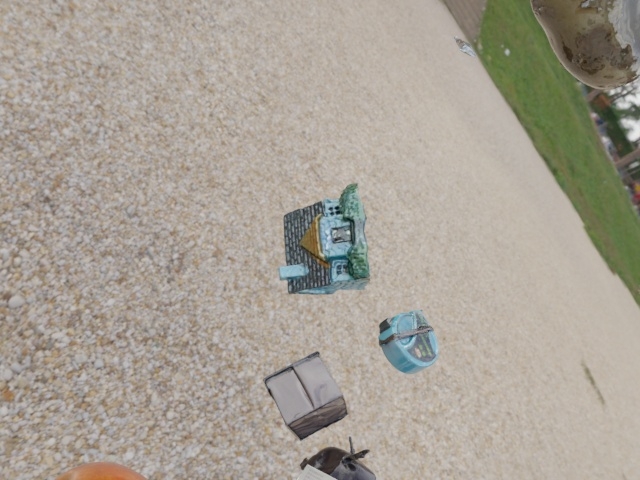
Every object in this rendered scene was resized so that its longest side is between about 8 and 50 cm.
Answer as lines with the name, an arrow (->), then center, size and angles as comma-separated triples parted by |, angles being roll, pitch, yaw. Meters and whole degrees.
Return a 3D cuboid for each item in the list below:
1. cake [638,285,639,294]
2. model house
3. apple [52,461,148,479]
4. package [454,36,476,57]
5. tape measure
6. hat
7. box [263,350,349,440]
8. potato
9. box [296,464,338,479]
cake -> 0.731, 0.137, 1.011 | 0.121, 0.065, 0.052 | 55, 3, 27
model house -> 0.000, 0.000, 1.281 | 0.226, 0.241, 0.261 | 81, 4, -72
apple -> -0.405, 0.505, 0.809 | 0.206, 0.272, 0.251 | 51, 26, -24
package -> 0.294, -0.393, 0.973 | 0.037, 0.015, 0.110 | 21, 34, -7
tape measure -> 0.194, 0.219, 1.033 | 0.146, 0.081, 0.125 | -4, 60, -39
hat -> 0.120, 0.783, 1.555 | 0.336, 0.209, 0.238 | 42, -9, 24
box -> -0.035, 0.459, 1.399 | 0.153, 0.188, 0.252 | 58, -13, 31
potato -> 0.401, -0.347, 0.706 | 0.262, 0.165, 0.165 | 57, 27, -27
box -> 0.105, 0.697, 1.201 | 0.065, 0.343, 0.200 | -49, 116, -30
